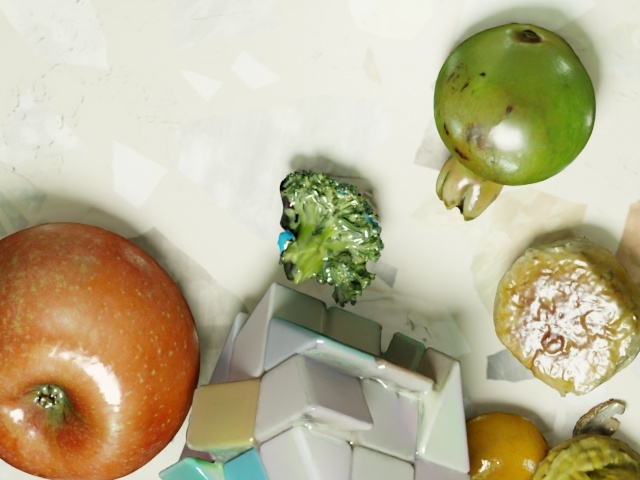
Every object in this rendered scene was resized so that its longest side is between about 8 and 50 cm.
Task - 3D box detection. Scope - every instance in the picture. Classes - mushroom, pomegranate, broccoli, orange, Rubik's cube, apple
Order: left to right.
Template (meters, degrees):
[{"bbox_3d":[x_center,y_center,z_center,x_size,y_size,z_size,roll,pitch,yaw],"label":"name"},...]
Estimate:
[{"bbox_3d":[-0.328,0.150,1.829,0.349,0.277,0.348,4,121,7],"label":"apple"},{"bbox_3d":[0.000,0.000,1.757,0.154,0.160,0.167,24,127,29],"label":"broccoli"},{"bbox_3d":[0.014,0.265,1.773,0.358,0.368,0.387,23,146,-27],"label":"Rubik's cube"},{"bbox_3d":[0.205,-0.136,1.645,0.241,0.159,0.190,-28,110,28],"label":"pomegranate"},{"bbox_3d":[0.239,0.306,1.909,0.156,0.124,0.156,-4,117,-9],"label":"orange"},{"bbox_3d":[0.381,0.255,1.913,0.049,0.019,0.101,30,120,-8],"label":"mushroom"}]

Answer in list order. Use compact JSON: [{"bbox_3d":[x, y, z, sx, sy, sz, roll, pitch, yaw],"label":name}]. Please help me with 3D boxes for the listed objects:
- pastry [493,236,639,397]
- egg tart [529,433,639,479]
[{"bbox_3d":[0.320,0.093,1.770,0.192,0.093,0.182,46,114,11],"label":"pastry"},{"bbox_3d":[0.385,0.399,1.852,0.294,0.294,0.123,55,153,-20],"label":"egg tart"}]
